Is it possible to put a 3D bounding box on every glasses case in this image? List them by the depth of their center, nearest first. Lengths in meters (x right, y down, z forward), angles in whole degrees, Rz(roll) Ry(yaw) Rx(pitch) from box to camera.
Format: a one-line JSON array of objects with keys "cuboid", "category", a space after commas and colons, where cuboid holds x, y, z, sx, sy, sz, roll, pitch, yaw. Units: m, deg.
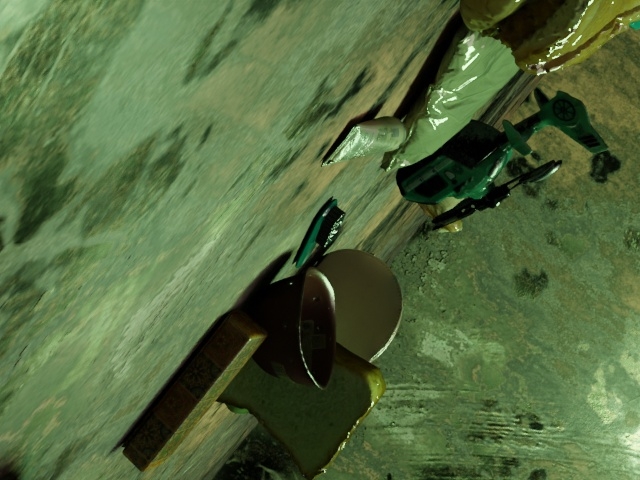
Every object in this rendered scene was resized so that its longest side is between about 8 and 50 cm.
[{"cuboid": [-0.157, 0.184, 1.603, 0.218, 0.049, 0.075, -51, 168, 10], "category": "glasses case"}]

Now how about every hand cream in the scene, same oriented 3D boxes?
[{"cuboid": [0.048, -0.110, 1.411, 0.061, 0.039, 0.143, -46, 167, 25], "category": "hand cream"}]

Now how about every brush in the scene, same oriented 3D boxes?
[{"cuboid": [0.000, 0.000, 1.709, 0.043, 0.032, 0.193, -48, 172, -25], "category": "brush"}]

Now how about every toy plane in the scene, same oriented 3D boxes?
[{"cuboid": [0.219, -0.116, 1.770, 0.381, 0.155, 0.106, -32, -168, 50], "category": "toy plane"}]

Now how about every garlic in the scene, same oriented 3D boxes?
[{"cuboid": [0.241, -0.090, 2.451, 0.090, 0.128, 0.198, -31, 171, -18], "category": "garlic"}]

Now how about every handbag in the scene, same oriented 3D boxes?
[{"cuboid": [0.035, 0.107, 1.956, 0.205, 0.179, 0.116, -51, 167, -6], "category": "handbag"}]

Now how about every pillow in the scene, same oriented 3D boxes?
[{"cuboid": [0.206, -0.229, 1.611, 0.274, 0.076, 0.281, -44, 171, -34], "category": "pillow"}]

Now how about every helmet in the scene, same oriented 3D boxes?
[{"cuboid": [-0.047, 0.112, 1.673, 0.175, 0.106, 0.155, 61, 30, -65], "category": "helmet"}]

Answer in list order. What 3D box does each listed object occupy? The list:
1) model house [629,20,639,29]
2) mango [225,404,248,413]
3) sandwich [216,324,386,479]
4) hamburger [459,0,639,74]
[{"cuboid": [0.383, -0.334, 1.763, 0.149, 0.100, 0.127, -22, 169, 28], "category": "model house"}, {"cuboid": [-0.085, 0.213, 2.152, 0.194, 0.092, 0.130, -42, 178, 15], "category": "mango"}, {"cuboid": [-0.037, 0.202, 1.796, 0.186, 0.214, 0.065, -53, 172, 17], "category": "sandwich"}, {"cuboid": [0.266, -0.290, 1.286, 0.259, 0.144, 0.283, -32, 160, -40], "category": "hamburger"}]
